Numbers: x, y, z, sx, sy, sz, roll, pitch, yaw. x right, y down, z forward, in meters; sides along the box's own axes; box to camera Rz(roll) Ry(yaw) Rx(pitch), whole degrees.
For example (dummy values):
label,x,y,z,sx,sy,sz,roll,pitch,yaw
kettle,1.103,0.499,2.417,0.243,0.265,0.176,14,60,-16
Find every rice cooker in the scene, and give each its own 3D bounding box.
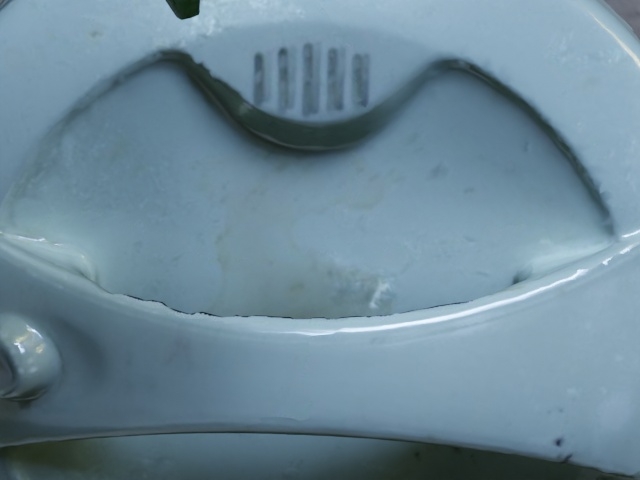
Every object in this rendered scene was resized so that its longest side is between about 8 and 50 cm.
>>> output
label,x,y,z,sx,sy,sz,roll,pitch,yaw
rice cooker,0.000,0.002,0.603,0.288,0.277,0.288,0,107,-1

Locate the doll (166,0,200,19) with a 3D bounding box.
label,x,y,z,sx,sy,sz,roll,pitch,yaw
doll,-0.070,-0.111,0.266,0.186,0.106,0.134,4,135,-42
